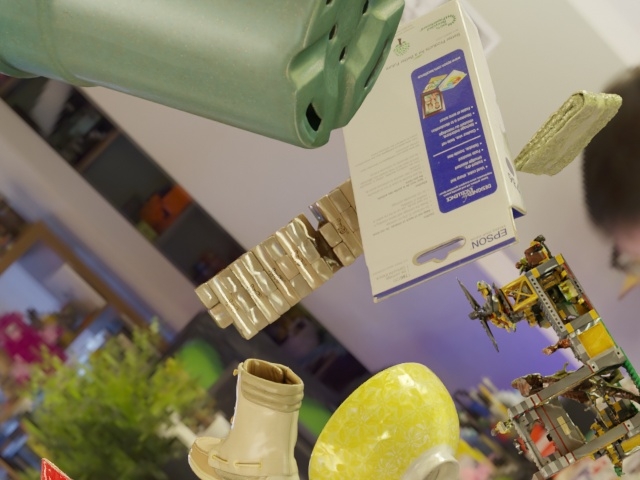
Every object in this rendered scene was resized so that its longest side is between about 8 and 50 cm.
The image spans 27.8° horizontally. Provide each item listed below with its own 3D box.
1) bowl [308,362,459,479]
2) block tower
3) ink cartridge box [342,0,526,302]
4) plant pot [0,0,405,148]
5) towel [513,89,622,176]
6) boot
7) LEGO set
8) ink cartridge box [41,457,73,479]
[{"bbox_3d":[0.139,0.364,2.154,0.289,0.289,0.156,-46,53,-7],"label":"bowl"},{"bbox_3d":[0.000,0.000,1.643,0.335,0.091,0.097,-36,3,-7],"label":"block tower"},{"bbox_3d":[0.113,-0.088,1.357,0.165,0.065,0.333,-23,52,21],"label":"ink cartridge box"},{"bbox_3d":[-0.108,-0.260,1.230,0.341,0.334,0.341,-56,-19,-30],"label":"plant pot"},{"bbox_3d":[0.324,-0.138,1.694,0.110,0.027,0.148,-2,-40,-47],"label":"towel"},{"bbox_3d":[-0.111,0.273,1.921,0.095,0.204,0.262,-3,9,-32],"label":"boot"},{"bbox_3d":[0.291,0.182,1.700,0.192,0.331,0.255,-29,-8,0],"label":"LEGO set"},{"bbox_3d":[-0.283,0.385,1.558,0.078,0.231,0.134,-37,-26,-37],"label":"ink cartridge box"}]
